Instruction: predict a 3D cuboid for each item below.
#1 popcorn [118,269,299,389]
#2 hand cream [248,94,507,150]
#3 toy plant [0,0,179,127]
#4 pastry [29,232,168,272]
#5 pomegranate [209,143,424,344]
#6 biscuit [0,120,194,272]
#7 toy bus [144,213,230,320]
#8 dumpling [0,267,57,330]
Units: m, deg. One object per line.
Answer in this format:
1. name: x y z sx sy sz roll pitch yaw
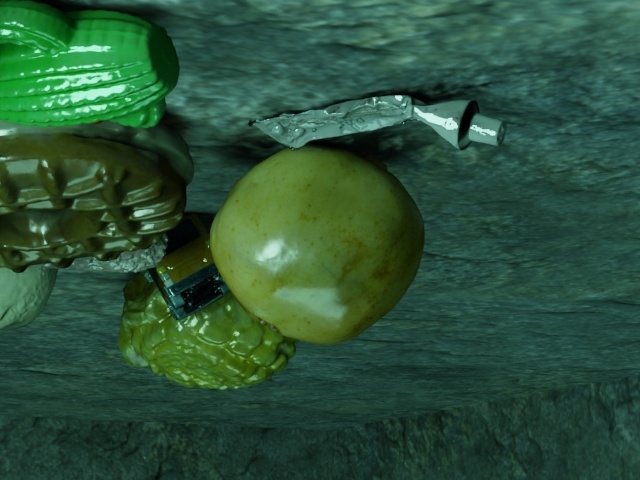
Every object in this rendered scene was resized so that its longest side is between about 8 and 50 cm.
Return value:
1. popcorn: -0.173 0.111 2.278 0.286 0.173 0.225 5 154 17
2. hand cream: 0.061 -0.115 1.572 0.257 0.050 0.084 2 169 27
3. toy plant: -0.236 -0.147 1.318 0.240 0.088 0.154 9 155 1
4. pastry: -0.312 -0.016 1.838 0.265 0.102 0.112 -4 160 1
5. pomegranate: -0.002 0.006 1.711 0.233 0.233 0.233 -2 167 0
6. biscuit: -0.290 -0.052 1.624 0.332 0.103 0.332 -7 161 -2
7. toy bus: -0.176 0.036 2.063 0.091 0.103 0.182 -30 171 -10
8. dumpling: -0.407 0.042 1.946 0.167 0.215 0.126 11 150 14
